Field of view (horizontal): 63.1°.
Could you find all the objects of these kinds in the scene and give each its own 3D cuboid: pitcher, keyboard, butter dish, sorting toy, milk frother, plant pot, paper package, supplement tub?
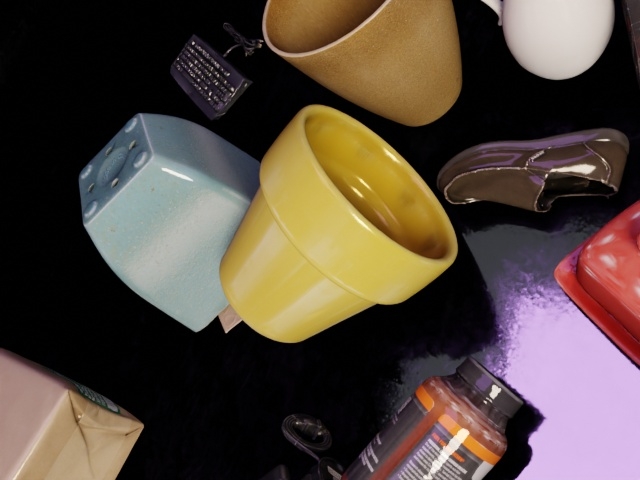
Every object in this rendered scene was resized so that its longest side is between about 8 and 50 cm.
[{"bbox_3d":[0.259,-0.299,0.645,0.178,0.207,0.125,21,80,42],"label":"pitcher"},{"bbox_3d":[-0.240,-0.410,1.190,0.201,0.033,0.317,-47,49,6],"label":"keyboard"},{"bbox_3d":[0.321,0.020,0.489,0.160,0.118,0.160,-42,49,12],"label":"butter dish"},{"bbox_3d":[-0.145,0.105,0.857,0.062,0.012,0.083,-41,49,8],"label":"sorting toy"},{"bbox_3d":[-0.033,0.303,0.626,0.135,0.129,0.143,-42,6,10],"label":"milk frother"},{"bbox_3d":[0.090,-0.275,0.722,0.237,0.254,0.237,-18,57,30],"label":"plant pot"},{"bbox_3d":[-0.233,-0.053,0.834,0.247,0.252,0.248,-42,44,11],"label":"plant pot"},{"bbox_3d":[-0.508,0.366,0.851,0.325,0.168,0.309,5,60,39],"label":"paper package"},{"bbox_3d":[0.118,0.217,0.541,0.198,0.106,0.106,-50,48,4],"label":"supplement tub"},{"bbox_3d":[0.000,0.000,0.666,0.239,0.254,0.254,-44,47,28],"label":"plant pot"}]

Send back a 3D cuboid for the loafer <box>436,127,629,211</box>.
[{"bbox_3d":[0.244,-0.074,0.621,0.220,0.080,0.078,-10,61,32],"label":"loafer"}]

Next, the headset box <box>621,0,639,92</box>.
[{"bbox_3d":[0.454,-0.312,0.574,0.218,0.110,0.293,-9,62,32],"label":"headset box"}]
